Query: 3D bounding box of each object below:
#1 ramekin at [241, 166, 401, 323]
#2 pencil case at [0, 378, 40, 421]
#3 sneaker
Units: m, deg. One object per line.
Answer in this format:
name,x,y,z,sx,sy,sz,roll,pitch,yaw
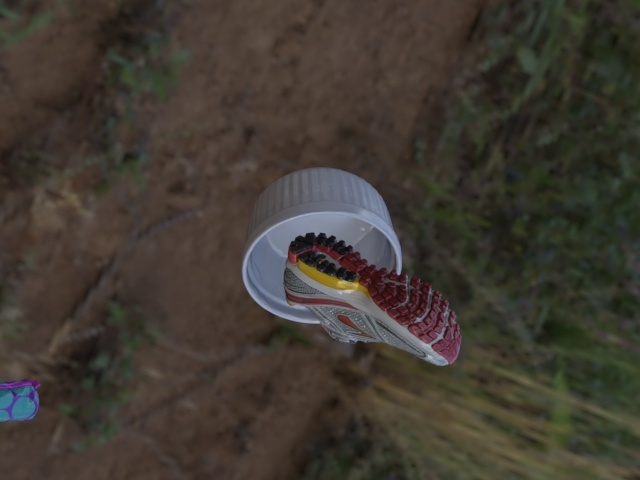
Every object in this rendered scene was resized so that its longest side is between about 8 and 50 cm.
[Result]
ramekin,0.000,0.000,2.236,0.109,0.207,0.207,-94,-158,-45
pencil case,-0.500,0.237,2.581,0.064,0.151,0.070,45,-61,42
sneaker,0.058,0.078,1.954,0.088,0.225,0.093,-40,154,-49
